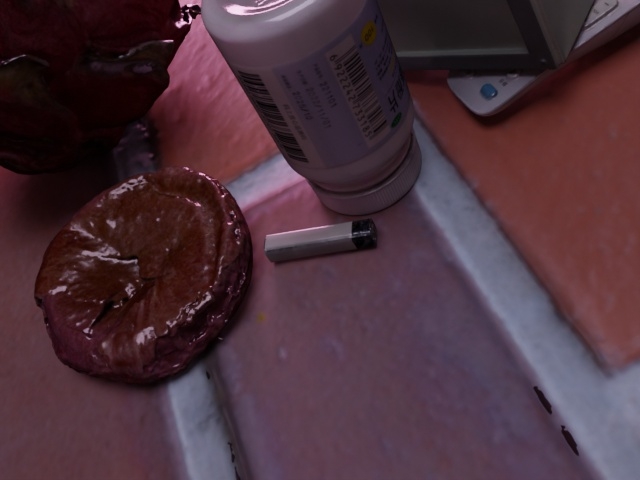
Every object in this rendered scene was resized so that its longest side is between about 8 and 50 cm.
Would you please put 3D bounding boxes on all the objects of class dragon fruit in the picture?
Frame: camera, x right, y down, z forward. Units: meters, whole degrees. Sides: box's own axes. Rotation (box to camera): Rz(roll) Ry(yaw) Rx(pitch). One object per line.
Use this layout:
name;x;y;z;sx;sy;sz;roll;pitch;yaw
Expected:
dragon fruit;-0.269;-0.212;0.610;0.329;0.329;0.329;-12;52;16

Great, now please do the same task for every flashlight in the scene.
flashlight;0.000;0.000;0.513;0.083;0.018;0.018;-9;53;19

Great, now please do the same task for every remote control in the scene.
remote control;0.204;-0.169;0.529;0.229;0.044;0.073;-36;46;8

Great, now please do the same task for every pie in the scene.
pie;-0.136;0.022;0.539;0.183;0.049;0.182;-9;57;15

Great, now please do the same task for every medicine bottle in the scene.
medicine bottle;0.004;-0.105;0.477;0.103;0.186;0.102;-13;52;17

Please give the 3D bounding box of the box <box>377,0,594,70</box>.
box;0.072;-0.203;0.526;0.225;0.129;0.086;12;66;43
